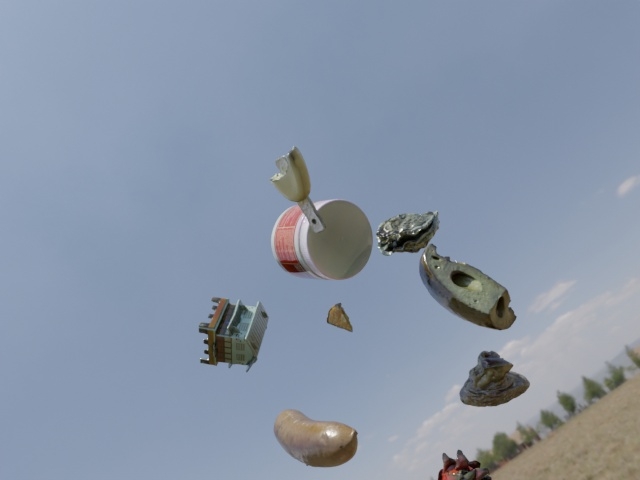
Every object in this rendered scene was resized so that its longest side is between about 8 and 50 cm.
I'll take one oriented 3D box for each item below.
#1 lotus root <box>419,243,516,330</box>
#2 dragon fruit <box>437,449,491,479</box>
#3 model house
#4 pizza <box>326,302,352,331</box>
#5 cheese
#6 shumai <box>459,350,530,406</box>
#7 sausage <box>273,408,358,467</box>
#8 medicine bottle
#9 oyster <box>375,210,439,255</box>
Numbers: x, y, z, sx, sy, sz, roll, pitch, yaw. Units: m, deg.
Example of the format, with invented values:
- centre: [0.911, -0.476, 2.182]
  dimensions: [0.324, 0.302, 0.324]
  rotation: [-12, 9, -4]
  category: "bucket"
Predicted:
- centre: [0.409, 0.159, 1.608]
  dimensions: [0.142, 0.314, 0.210]
  rotation: [-42, -42, -22]
  category: "lotus root"
- centre: [0.372, 0.627, 1.416]
  dimensions: [0.130, 0.121, 0.141]
  rotation: [-11, -55, -2]
  category: "dragon fruit"
- centre: [-0.315, 0.339, 2.000]
  dimensions: [0.216, 0.224, 0.198]
  rotation: [9, -59, 3]
  category: "model house"
- centre: [0.071, 0.267, 1.829]
  dimensions: [0.026, 0.108, 0.123]
  rotation: [-33, -19, -38]
  category: "pizza"
- centre: [-0.053, -0.126, 1.466]
  dimensions: [0.127, 0.235, 0.050]
  rotation: [-24, 13, 39]
  category: "cheese"
- centre: [0.506, 0.404, 1.620]
  dimensions: [0.210, 0.152, 0.161]
  rotation: [-16, 13, 7]
  category: "shumai"
- centre: [-0.027, 0.578, 1.584]
  dimensions: [0.136, 0.123, 0.501]
  rotation: [-58, 12, -22]
  category: "sausage"
- centre: [0.000, 0.000, 1.748]
  dimensions: [0.253, 0.252, 0.241]
  rotation: [-17, 8, -31]
  category: "medicine bottle"
- centre: [0.333, -0.029, 2.010]
  dimensions: [0.268, 0.198, 0.112]
  rotation: [-15, -57, -3]
  category: "oyster"
